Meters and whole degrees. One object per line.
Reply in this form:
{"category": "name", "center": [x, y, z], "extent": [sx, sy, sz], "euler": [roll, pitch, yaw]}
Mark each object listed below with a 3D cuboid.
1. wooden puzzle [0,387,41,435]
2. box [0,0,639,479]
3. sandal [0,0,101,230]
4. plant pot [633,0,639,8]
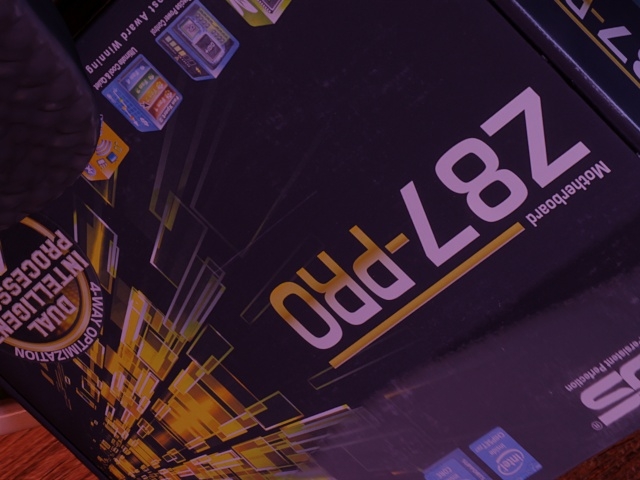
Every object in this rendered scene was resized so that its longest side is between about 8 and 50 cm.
{"category": "wooden puzzle", "center": [-0.214, 0.080, 1.200], "extent": [0.221, 0.044, 0.238], "euler": [-12, -169, -30]}
{"category": "box", "center": [0.000, 0.000, 0.943], "extent": [0.395, 0.318, 0.097], "euler": [-37, -166, 37]}
{"category": "sandal", "center": [-0.181, -0.123, 0.604], "extent": [0.167, 0.107, 0.446], "euler": [-24, 157, -9]}
{"category": "plant pot", "center": [0.219, -0.135, 0.988], "extent": [0.293, 0.235, 0.293], "euler": [-24, 165, -7]}
